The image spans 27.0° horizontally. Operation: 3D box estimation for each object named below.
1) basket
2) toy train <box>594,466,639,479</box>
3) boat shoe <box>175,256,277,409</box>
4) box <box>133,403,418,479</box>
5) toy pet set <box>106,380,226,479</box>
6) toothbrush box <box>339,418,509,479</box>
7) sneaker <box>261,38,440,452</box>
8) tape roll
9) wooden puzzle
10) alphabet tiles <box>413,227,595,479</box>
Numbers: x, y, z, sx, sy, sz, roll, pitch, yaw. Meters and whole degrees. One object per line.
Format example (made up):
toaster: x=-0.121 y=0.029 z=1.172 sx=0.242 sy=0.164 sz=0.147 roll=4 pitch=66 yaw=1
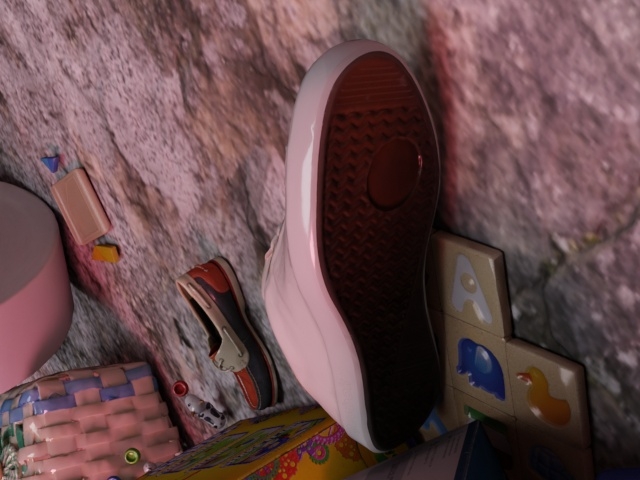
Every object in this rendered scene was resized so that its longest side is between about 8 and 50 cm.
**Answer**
basket: x=-0.232 y=0.273 z=1.332 sx=0.255 sy=0.201 sz=0.289 roll=-21 pitch=85 yaw=60
toy train: x=0.186 y=0.255 z=0.688 sx=0.105 sy=0.143 sz=0.248 roll=-10 pitch=105 yaw=34
boat shoe: x=-0.076 y=0.082 z=1.094 sx=0.049 sy=0.043 sz=0.137 roll=-2 pitch=113 yaw=56
box: x=-0.014 y=0.291 z=1.004 sx=0.279 sy=0.177 sz=0.290 roll=-23 pitch=94 yaw=61
toy pet set: x=-0.120 y=0.204 z=1.185 sx=0.114 sy=0.122 sz=0.065 roll=33 pitch=180 yaw=4
toothbrush box: x=0.095 y=0.281 z=0.768 sx=0.295 sy=0.126 sz=0.216 roll=65 pitch=-168 yaw=-1
sneaker: x=0.000 y=0.000 z=0.818 sx=0.123 sy=0.106 sz=0.290 roll=33 pitch=140 yaw=39
tape roll: x=-0.394 y=0.050 z=1.332 sx=0.286 sy=0.286 sz=0.100 roll=33 pitch=139 yaw=42
wooden puzzle: x=-0.228 y=-0.031 z=1.276 sx=0.078 sy=0.014 sz=0.116 roll=-10 pitch=105 yaw=55
alphabet tiles: x=0.083 y=0.137 z=0.919 sx=0.285 sy=0.011 sz=0.342 roll=23 pitch=132 yaw=50
